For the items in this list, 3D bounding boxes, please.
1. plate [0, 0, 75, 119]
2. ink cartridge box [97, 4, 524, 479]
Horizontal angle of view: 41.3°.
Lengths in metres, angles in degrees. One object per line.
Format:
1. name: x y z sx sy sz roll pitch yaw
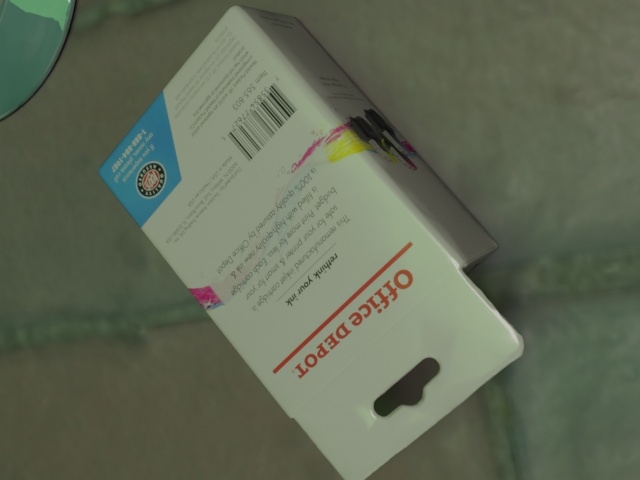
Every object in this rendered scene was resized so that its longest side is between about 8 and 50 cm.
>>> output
1. plate: -0.215 -0.155 0.472 0.188 0.024 0.188 4 100 25
2. ink cartridge box: 0.000 0.000 0.373 0.104 0.061 0.181 -44 78 23
